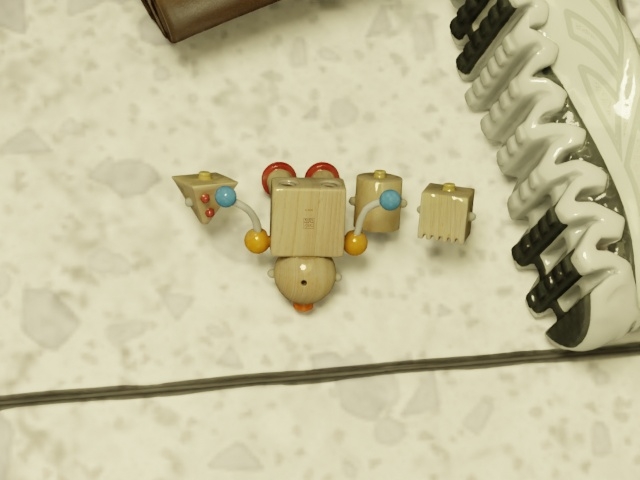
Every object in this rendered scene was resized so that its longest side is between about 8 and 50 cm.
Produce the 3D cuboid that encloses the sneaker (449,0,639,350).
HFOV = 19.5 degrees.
[{"bbox_3d":[0.155,-0.084,1.089,0.118,0.110,0.292,-11,79,-16],"label":"sneaker"}]

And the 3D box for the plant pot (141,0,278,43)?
[{"bbox_3d":[-0.044,-0.206,1.089,0.165,0.167,0.167,-28,74,-4],"label":"plant pot"}]

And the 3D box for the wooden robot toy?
[{"bbox_3d":[0.000,0.000,1.072,0.173,0.076,0.079,2,105,-4],"label":"wooden robot toy"}]
